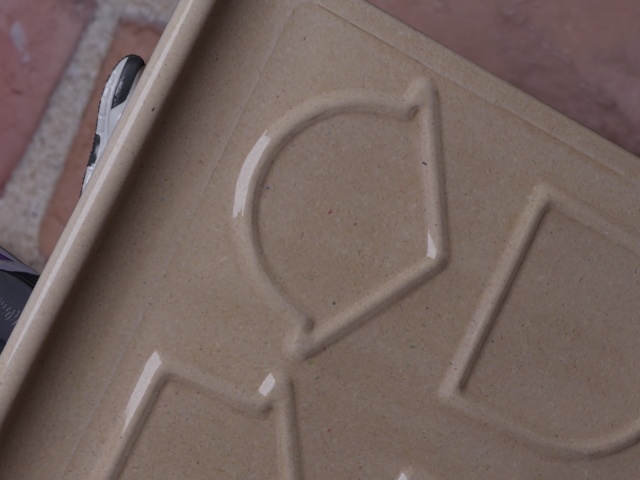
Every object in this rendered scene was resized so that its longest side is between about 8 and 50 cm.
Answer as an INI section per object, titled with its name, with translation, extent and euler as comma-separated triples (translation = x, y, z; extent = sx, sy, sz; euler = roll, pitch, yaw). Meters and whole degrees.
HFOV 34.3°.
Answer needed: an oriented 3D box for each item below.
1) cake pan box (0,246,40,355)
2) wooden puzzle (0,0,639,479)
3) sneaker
[cake pan box]
translation = -0.195, 0.149, 0.612
extent = 0.245, 0.070, 0.267
euler = 30, 102, 33
[wooden puzzle]
translation = 0.030, 0.080, 0.494
extent = 0.347, 0.080, 0.322
euler = 27, 86, -18
[sneaker]
translation = -0.121, -0.062, 0.654
extent = 0.043, 0.040, 0.109
euler = 12, 98, -1
